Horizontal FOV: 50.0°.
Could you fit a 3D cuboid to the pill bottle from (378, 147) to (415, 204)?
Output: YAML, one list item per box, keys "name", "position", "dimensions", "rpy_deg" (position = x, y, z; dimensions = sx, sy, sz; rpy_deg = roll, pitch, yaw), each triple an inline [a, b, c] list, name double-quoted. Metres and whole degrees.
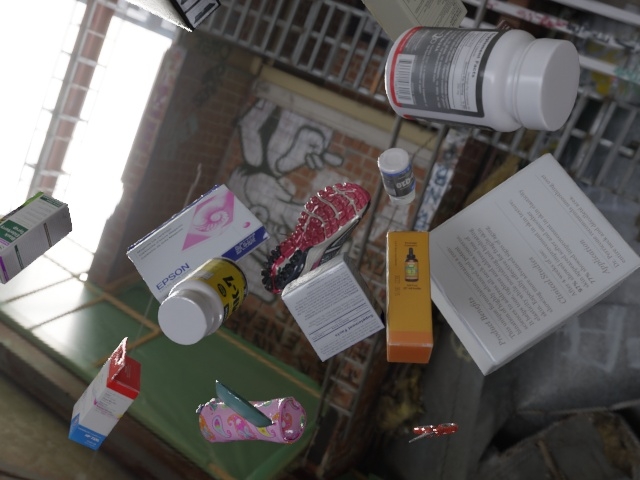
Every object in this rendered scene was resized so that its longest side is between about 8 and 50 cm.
- name: "pill bottle"
  position: [0.190, -0.153, 1.676]
  dimensions: [0.078, 0.078, 0.137]
  rpy_deg: [29, 158, 33]

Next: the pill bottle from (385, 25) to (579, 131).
- name: "pill bottle"
  position: [0.262, -0.265, 1.127]
  dimensions: [0.283, 0.162, 0.161]
  rpy_deg: [17, -175, 40]

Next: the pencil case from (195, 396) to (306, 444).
- name: "pencil case"
  position: [-0.179, 0.458, 1.756]
  dimensions: [0.284, 0.124, 0.124]
  rpy_deg: [-9, 171, 34]

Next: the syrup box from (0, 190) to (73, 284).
- name: "syrup box"
  position: [-0.726, -0.010, 1.673]
  dimensions: [0.093, 0.096, 0.237]
  rpy_deg: [23, -136, 18]

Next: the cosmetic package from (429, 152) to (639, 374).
- name: "cosmetic package"
  position: [0.468, 0.071, 1.642]
  dimensions: [0.330, 0.393, 0.327]
  rpy_deg: [57, 180, 18]

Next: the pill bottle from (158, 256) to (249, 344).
- name: "pill bottle"
  position: [-0.230, 0.119, 1.363]
  dimensions: [0.119, 0.119, 0.208]
  rpy_deg: [24, -158, 7]

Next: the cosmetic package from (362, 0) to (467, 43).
- name: "cosmetic package"
  position: [0.194, -0.574, 1.573]
  dimensions: [0.113, 0.160, 0.309]
  rpy_deg: [17, 161, 47]

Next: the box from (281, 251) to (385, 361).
- name: "box"
  position: [0.024, 0.112, 1.173]
  dimensions: [0.137, 0.126, 0.072]
  rpy_deg: [59, -170, -9]

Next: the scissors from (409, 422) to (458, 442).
- name: "scissors"
  position: [0.261, 0.438, 1.568]
  dimensions: [0.108, 0.021, 0.297]
  rpy_deg: [-5, 168, 10]

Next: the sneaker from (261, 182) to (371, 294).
- name: "sneaker"
  position: [0.000, 0.000, 1.450]
  dimensions: [0.112, 0.299, 0.121]
  rpy_deg: [22, -149, -42]

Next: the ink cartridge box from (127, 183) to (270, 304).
- name: "ink cartridge box"
  position: [-0.345, -0.009, 1.825]
  dimensions: [0.330, 0.324, 0.071]
  rpy_deg: [42, 165, 44]

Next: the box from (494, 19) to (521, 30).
- name: "box"
  position: [0.541, -0.477, 1.962]
  dimensions: [0.203, 0.167, 0.168]
  rpy_deg: [37, 166, 10]

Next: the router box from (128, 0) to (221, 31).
- name: "router box"
  position: [-0.344, -0.530, 1.237]
  dimensions: [0.308, 0.081, 0.243]
  rpy_deg: [34, 166, 37]

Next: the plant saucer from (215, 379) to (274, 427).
- name: "plant saucer"
  position: [-0.128, 0.271, 1.119]
  dimensions: [0.119, 0.021, 0.119]
  rpy_deg: [35, 169, 8]

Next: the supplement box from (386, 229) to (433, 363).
- name: "supplement box"
  position: [0.156, 0.096, 1.218]
  dimensions: [0.077, 0.234, 0.080]
  rpy_deg: [1, 148, 4]

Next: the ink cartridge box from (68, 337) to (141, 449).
- name: "ink cartridge box"
  position: [-0.497, 0.361, 1.631]
  dimensions: [0.078, 0.231, 0.134]
  rpy_deg: [34, -170, -23]
